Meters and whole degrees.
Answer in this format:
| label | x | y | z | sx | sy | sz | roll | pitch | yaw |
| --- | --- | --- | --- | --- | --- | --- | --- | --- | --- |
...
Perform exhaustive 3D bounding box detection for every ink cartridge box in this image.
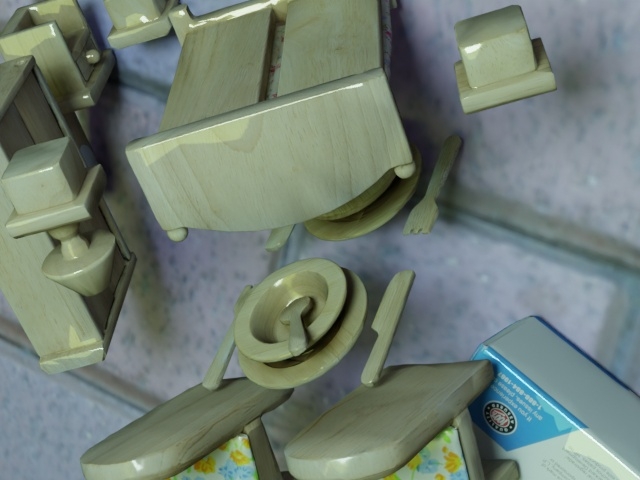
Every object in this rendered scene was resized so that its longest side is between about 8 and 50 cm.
| label | x | y | z | sx | sy | sz | roll | pitch | yaw |
| --- | --- | --- | --- | --- | --- | --- | --- | --- | --- |
| ink cartridge box | 0.118 | 0.164 | 0.765 | 0.139 | 0.082 | 0.191 | 40 | 121 | 18 |

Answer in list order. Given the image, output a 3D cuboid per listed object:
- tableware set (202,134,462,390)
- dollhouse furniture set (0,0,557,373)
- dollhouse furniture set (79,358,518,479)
| label | x | y | z | sx | sy | sz | roll | pitch | yaw |
| --- | --- | --- | --- | --- | --- | --- | --- | --- | --- |
| tableware set | 0.000 | 0.000 | 0.756 | 0.128 | 0.194 | 0.039 | -7 | 137 | 37 |
| dollhouse furniture set | -0.033 | -0.064 | 0.791 | 0.355 | 0.303 | 0.174 | -14 | 121 | 11 |
| dollhouse furniture set | 0.067 | 0.266 | 0.620 | 0.394 | 0.256 | 0.362 | -9 | 100 | 30 |
